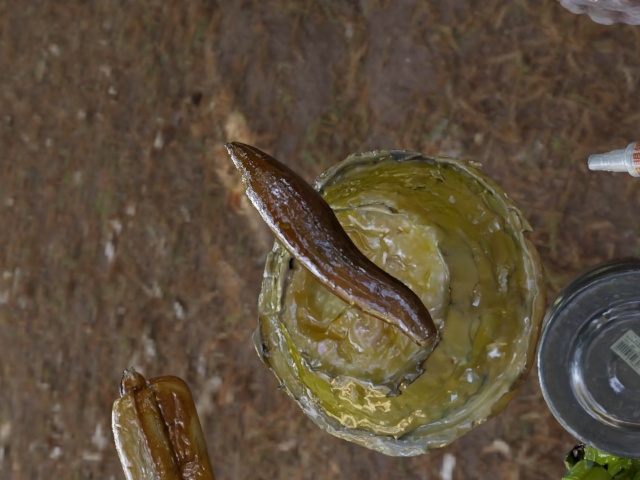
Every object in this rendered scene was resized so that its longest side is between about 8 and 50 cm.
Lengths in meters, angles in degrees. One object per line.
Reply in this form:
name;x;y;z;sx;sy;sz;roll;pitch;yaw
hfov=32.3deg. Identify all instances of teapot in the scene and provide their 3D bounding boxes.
teapot;0.430;0.107;1.385;0.322;0.239;0.239;-25;99;16

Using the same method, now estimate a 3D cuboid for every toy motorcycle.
toy motorcycle;0.418;0.331;1.538;0.206;0.342;0.142;-31;88;34

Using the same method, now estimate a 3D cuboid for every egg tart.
egg tart;0.056;0.056;1.057;0.315;0.120;0.315;-4;82;28

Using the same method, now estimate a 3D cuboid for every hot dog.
hot dog;-0.163;0.251;1.191;0.076;0.102;0.249;-14;95;46

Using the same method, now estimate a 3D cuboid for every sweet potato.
sweet potato;0.000;0.001;0.954;0.264;0.057;0.057;48;123;23

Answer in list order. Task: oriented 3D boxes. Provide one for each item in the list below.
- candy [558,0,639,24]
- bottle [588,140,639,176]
candy;0.336;-0.334;1.210;0.214;0.289;0.157;17;86;11
bottle;0.524;-0.130;1.755;0.217;0.060;0.060;-1;81;49
